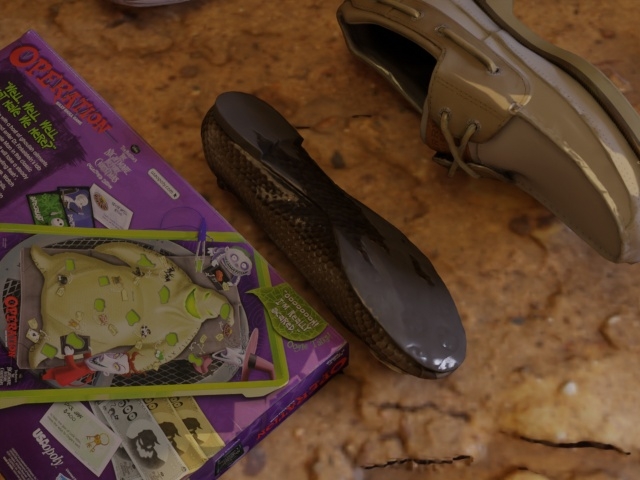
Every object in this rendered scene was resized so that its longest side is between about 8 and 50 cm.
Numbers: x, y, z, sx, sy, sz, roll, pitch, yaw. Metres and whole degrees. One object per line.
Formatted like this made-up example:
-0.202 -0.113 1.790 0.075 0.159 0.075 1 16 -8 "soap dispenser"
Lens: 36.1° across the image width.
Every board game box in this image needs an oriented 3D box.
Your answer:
-0.172 0.022 0.651 0.208 0.056 0.347 -40 67 -14 "board game box"

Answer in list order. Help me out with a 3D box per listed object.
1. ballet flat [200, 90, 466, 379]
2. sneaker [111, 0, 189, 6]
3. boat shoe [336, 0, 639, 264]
0.000 0.000 0.655 0.250 0.058 0.084 48 37 18 "ballet flat"
-0.062 -0.323 0.759 0.321 0.180 0.124 -39 66 -18 "sneaker"
0.117 -0.087 0.670 0.103 0.113 0.302 -26 53 -11 "boat shoe"
